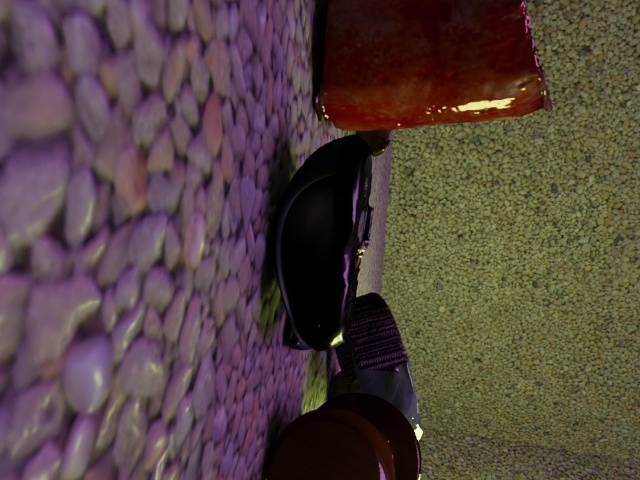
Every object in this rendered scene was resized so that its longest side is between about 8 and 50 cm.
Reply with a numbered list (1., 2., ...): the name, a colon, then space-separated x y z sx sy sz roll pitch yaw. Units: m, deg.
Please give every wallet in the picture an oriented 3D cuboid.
1. wallet: -0.020 0.104 0.702 0.129 0.026 0.088 58 43 -76

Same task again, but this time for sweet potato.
1. sweet potato: 0.138 -0.308 1.110 0.131 0.130 0.423 84 21 -50

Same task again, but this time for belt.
1. belt: 0.101 0.247 0.977 0.260 0.122 0.325 -115 -167 -50

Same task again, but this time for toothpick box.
1. toothpick box: 0.036 0.309 0.718 0.294 0.192 0.192 48 48 -68

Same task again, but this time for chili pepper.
1. chili pepper: 0.153 -0.267 0.706 0.251 0.305 0.229 33 57 -68

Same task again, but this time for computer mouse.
1. computer mouse: 0.000 0.000 0.561 0.137 0.096 0.233 -1 101 -75

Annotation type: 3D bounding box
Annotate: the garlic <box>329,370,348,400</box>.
1. garlic: 0.093 0.356 1.165 0.102 0.147 0.159 125 -39 -63
